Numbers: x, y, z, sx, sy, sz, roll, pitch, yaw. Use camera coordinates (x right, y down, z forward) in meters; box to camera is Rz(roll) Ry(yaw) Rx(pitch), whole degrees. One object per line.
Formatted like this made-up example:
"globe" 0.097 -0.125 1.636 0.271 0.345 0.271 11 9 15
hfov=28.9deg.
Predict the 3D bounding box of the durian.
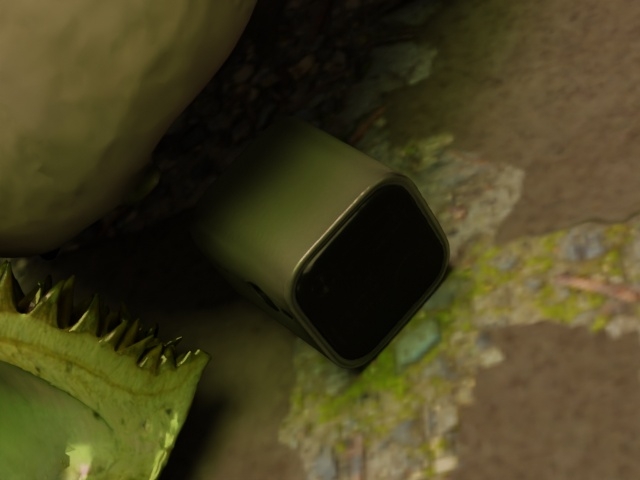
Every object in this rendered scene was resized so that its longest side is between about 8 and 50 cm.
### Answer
"durian" -0.235 0.147 0.636 0.394 0.163 0.198 -42 84 0

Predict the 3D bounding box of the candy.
"candy" -0.146 -0.179 0.691 0.427 0.186 0.386 -4 58 61

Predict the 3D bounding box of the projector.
"projector" 0.000 0.000 0.599 0.083 0.083 0.082 -48 46 -10
